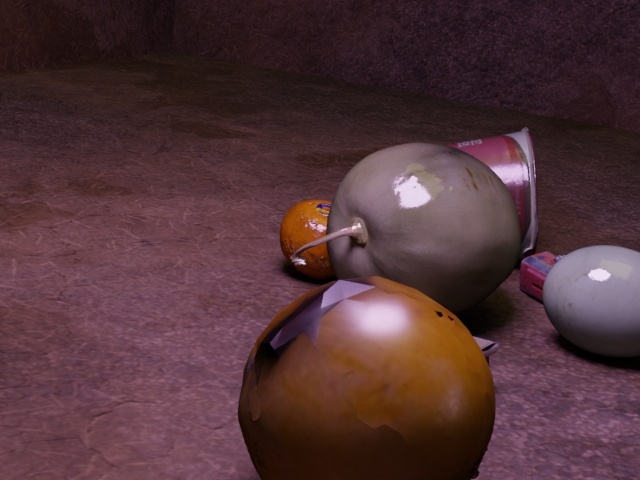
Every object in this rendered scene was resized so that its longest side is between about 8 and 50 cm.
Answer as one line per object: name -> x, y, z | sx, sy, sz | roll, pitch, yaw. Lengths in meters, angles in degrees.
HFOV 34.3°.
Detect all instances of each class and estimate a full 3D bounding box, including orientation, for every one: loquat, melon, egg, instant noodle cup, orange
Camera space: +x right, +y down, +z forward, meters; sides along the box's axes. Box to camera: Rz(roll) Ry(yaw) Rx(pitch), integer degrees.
loquat -> 0.039, 0.148, 0.933 | 0.235, 0.235, 0.235 | 6, 17, -2
melon -> 0.145, -0.014, 1.455 | 0.271, 0.272, 0.308 | 14, 11, 22
egg -> 0.397, 0.083, 1.401 | 0.192, 0.149, 0.149 | 17, 19, 11
instant noodle cup -> 0.268, -0.073, 1.760 | 0.178, 0.235, 0.235 | -1, 17, 4
orange -> 0.002, 0.001, 1.585 | 0.135, 0.118, 0.136 | 6, 32, -4

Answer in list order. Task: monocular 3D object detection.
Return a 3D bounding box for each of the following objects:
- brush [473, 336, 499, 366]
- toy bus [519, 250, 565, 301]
brush -> 0.089, 0.123, 1.351 | 0.060, 0.050, 0.321 | -13, 18, -41
toy bus -> 0.379, 0.074, 1.573 | 0.077, 0.065, 0.192 | -11, 23, -25
